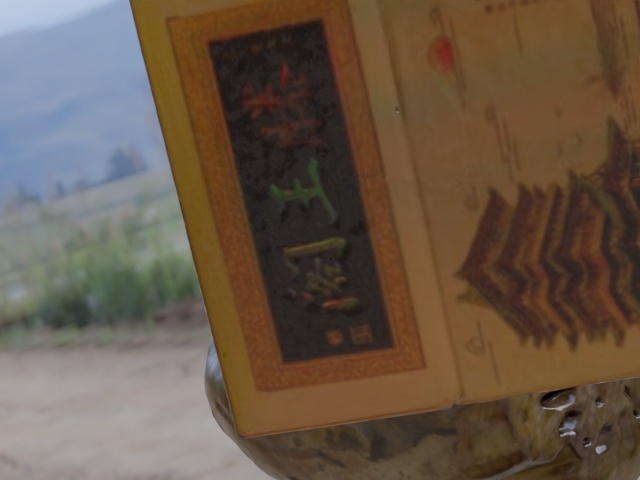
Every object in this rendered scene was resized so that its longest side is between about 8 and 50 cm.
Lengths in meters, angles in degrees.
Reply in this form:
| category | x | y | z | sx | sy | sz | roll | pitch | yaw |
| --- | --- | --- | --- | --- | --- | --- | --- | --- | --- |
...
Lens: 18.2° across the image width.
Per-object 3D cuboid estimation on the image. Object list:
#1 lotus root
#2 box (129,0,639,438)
| category | x | y | z | sx | sy | sz | roll | pitch | yaw |
| --- | --- | --- | --- | --- | --- | --- | --- | --- | --- |
| lotus root | 0.045 | 0.077 | 1.105 | 0.193 | 0.193 | 0.291 | -21 | 13 | -40 |
| box | 0.087 | -0.040 | 0.693 | 0.274 | 0.174 | 0.076 | -10 | 15 | 11 |
